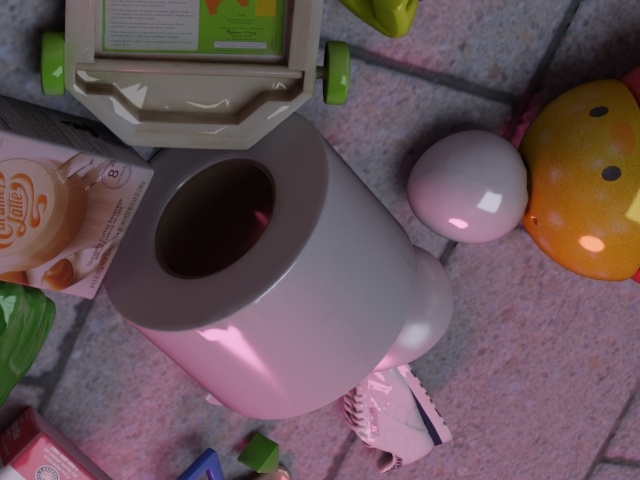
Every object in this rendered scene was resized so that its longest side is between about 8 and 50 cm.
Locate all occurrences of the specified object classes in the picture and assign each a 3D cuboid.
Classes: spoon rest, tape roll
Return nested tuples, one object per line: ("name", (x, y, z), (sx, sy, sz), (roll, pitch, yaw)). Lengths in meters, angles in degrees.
("spoon rest", (0.005, 0.094, 1.889), (0.276, 0.137, 0.084), (-24, 152, 0))
("tape roll", (-0.055, 0.021, 1.702), (0.246, 0.246, 0.169), (-44, 133, -1))

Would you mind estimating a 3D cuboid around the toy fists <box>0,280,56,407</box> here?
("toy fists", (-0.363, 0.066, 1.629), (0.279, 0.096, 0.142), (14, 120, -41))

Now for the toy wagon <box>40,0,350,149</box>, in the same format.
("toy wagon", (-0.101, -0.237, 1.565), (0.267, 0.068, 0.344), (1, 120, -7))

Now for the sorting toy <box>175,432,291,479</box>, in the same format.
("sorting toy", (-0.094, 0.362, 2.002), (0.196, 0.047, 0.347), (-32, 136, -40))

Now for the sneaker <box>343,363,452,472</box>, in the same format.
("sneaker", (0.063, 0.167, 1.993), (0.095, 0.090, 0.235), (-30, 130, 0))

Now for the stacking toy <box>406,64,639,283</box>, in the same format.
("stacking toy", (0.325, -0.057, 1.910), (0.480, 0.350, 0.350), (-6, 124, -13))

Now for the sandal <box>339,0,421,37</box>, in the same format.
("sandal", (0.041, -0.334, 1.627), (0.138, 0.126, 0.317), (-44, 140, -16))

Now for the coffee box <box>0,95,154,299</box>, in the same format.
("coffee box", (-0.289, -0.048, 1.597), (0.246, 0.098, 0.141), (13, 111, -39))

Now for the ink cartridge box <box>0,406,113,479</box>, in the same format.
("ink cartridge box", (-0.300, 0.296, 1.794), (0.218, 0.092, 0.158), (-45, 112, -2))
